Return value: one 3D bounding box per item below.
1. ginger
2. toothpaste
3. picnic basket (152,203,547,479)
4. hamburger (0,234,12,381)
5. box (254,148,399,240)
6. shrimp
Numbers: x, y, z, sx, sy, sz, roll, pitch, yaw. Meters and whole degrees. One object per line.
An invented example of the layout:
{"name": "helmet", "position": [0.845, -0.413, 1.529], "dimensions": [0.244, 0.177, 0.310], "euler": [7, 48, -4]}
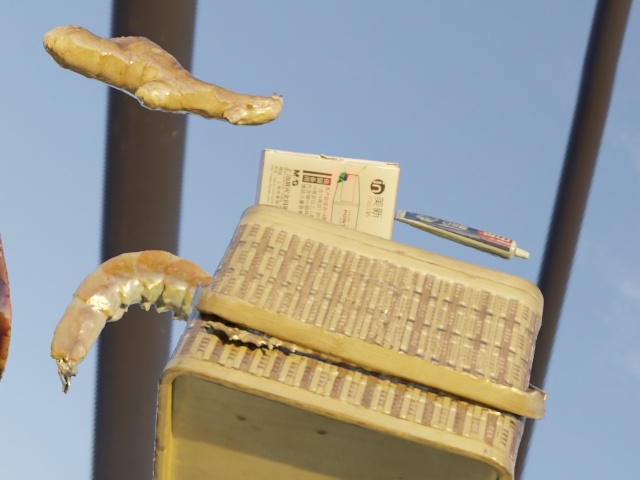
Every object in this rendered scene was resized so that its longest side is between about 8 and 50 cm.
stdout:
{"name": "ginger", "position": [-0.215, -0.220, 1.513], "dimensions": [0.333, 0.148, 0.081], "euler": [24, -76, 11]}
{"name": "toothpaste", "position": [0.141, -0.005, 1.098], "dimensions": [0.139, 0.037, 0.021], "euler": [18, -73, 6]}
{"name": "picnic basket", "position": [0.005, 0.077, 0.388], "dimensions": [0.115, 0.079, 0.164], "euler": [17, -47, 4]}
{"name": "hamburger", "position": [-0.333, 0.052, 0.950], "dimensions": [0.117, 0.191, 0.182], "euler": [4, -61, -20]}
{"name": "box", "position": [0.000, 0.000, 1.709], "dimensions": [0.220, 0.091, 0.274], "euler": [8, -85, -7]}
{"name": "shrimp", "position": [-0.241, 0.094, 1.520], "dimensions": [0.185, 0.287, 0.068], "euler": [63, -36, 27]}
